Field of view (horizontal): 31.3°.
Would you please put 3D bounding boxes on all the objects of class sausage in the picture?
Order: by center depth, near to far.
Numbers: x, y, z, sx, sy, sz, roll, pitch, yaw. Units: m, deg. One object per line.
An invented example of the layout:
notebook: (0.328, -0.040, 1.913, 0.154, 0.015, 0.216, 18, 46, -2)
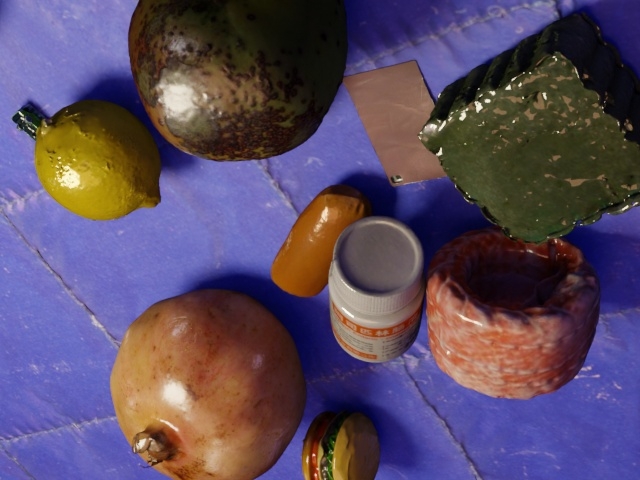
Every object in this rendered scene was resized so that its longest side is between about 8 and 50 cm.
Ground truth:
sausage: (0.000, 0.000, 1.695, 0.098, 0.098, 0.238, 29, 137, -5)

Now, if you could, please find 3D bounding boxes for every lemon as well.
lemon: (-0.321, -0.114, 1.664, 0.206, 0.173, 0.173, 41, 133, -15)

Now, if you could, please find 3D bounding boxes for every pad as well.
pad: (0.113, -0.157, 1.563, 0.113, 0.006, 0.187, -9, 125, 30)

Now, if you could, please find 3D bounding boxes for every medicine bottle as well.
medicine bottle: (0.081, 0.072, 1.641, 0.145, 0.144, 0.252, 15, 153, 9)

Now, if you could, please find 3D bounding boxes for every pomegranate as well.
pomegranate: (-0.094, -0.208, 1.441, 0.285, 0.284, 0.340, 10, 156, 13)
pomegranate: (-0.187, 0.252, 1.840, 0.338, 0.338, 0.338, 11, 134, 12)

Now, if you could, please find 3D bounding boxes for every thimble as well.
thimble: (0.263, 0.093, 1.575, 0.239, 0.239, 0.162, 7, 129, 16)

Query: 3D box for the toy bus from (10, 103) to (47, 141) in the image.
toy bus: (-0.431, -0.171, 1.749, 0.083, 0.037, 0.031, 43, 133, -17)

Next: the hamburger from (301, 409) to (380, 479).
hamburger: (0.036, 0.372, 1.978, 0.115, 0.162, 0.162, 2, 131, 28)

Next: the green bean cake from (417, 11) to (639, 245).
green bean cake: (0.284, -0.128, 1.434, 0.241, 0.132, 0.255, 43, 134, -18)
